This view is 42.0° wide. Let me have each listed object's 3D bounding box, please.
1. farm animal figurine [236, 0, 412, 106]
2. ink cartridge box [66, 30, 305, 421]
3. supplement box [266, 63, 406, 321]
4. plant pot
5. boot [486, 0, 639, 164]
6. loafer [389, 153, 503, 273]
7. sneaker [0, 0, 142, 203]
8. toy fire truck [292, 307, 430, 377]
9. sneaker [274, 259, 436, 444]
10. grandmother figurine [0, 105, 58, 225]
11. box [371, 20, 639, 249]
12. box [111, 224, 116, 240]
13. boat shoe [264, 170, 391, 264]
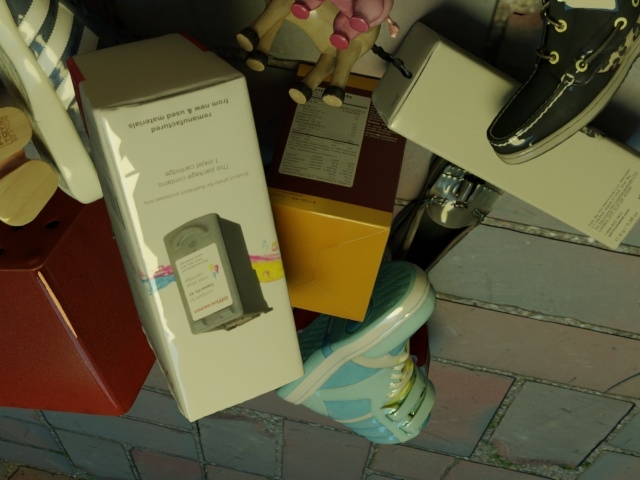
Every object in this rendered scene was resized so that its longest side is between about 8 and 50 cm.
[{"bbox_3d":[-0.073,-0.285,0.652,0.327,0.172,0.330,19,156,16],"label":"farm animal figurine"},{"bbox_3d":[-0.131,-0.023,0.800,0.131,0.226,0.306,-19,119,-16],"label":"ink cartridge box"},{"bbox_3d":[0.013,-0.050,0.916,0.129,0.194,0.191,12,146,2],"label":"supplement box"},{"bbox_3d":[-0.380,0.065,1.195,0.267,0.267,0.235,-1,132,22],"label":"plant pot"},{"bbox_3d":[0.184,-0.195,0.674,0.179,0.085,0.236,38,102,-26],"label":"boot"},{"bbox_3d":[0.154,-0.029,0.992,0.096,0.084,0.267,19,146,-7],"label":"loafer"},{"bbox_3d":[-0.268,-0.218,0.864,0.131,0.148,0.350,29,144,53],"label":"sneaker"},{"bbox_3d":[0.043,0.125,1.231,0.217,0.158,0.246,-1,120,14],"label":"toy fire truck"},{"bbox_3d":[0.098,0.157,1.086,0.208,0.127,0.319,32,140,-13],"label":"sneaker"},{"bbox_3d":[-0.416,-0.118,0.967,0.342,0.104,0.207,17,126,52],"label":"grandmother figurine"},{"bbox_3d":[0.194,-0.103,0.824,0.275,0.113,0.094,26,109,-18],"label":"box"},{"bbox_3d":[-0.151,0.003,1.096,0.159,0.044,0.233,-19,152,6],"label":"box"},{"bbox_3d":[0.000,-0.001,1.094,0.227,0.081,0.079,36,141,-28],"label":"boat shoe"}]
